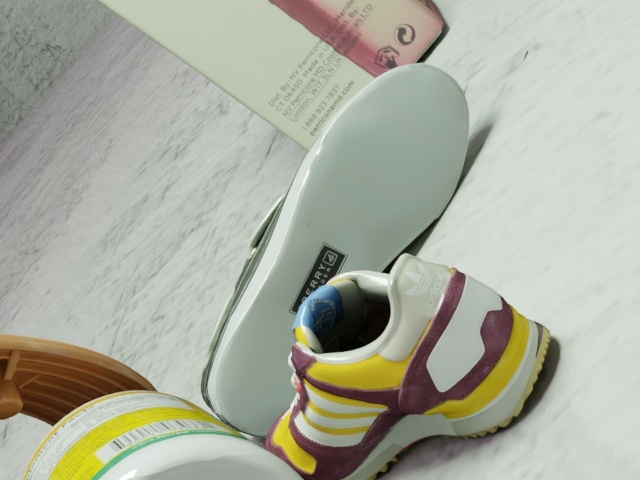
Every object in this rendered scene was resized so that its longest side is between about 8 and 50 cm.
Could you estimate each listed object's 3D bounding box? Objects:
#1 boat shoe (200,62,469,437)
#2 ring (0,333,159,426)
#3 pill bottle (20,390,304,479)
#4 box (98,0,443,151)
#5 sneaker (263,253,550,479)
[{"bbox_3d":[0.000,0.000,0.855,0.219,0.077,0.070,-57,18,-6],"label":"boat shoe"},{"bbox_3d":[-0.242,0.149,0.874,0.336,0.336,0.032,-42,54,34],"label":"ring"},{"bbox_3d":[-0.076,0.132,0.727,0.118,0.117,0.208,-56,17,-8],"label":"pill bottle"},{"bbox_3d":[-0.050,-0.181,1.082,0.127,0.232,0.148,-51,17,13],"label":"box"},{"bbox_3d":[0.014,0.054,0.692,0.185,0.084,0.070,-34,25,49],"label":"sneaker"}]
